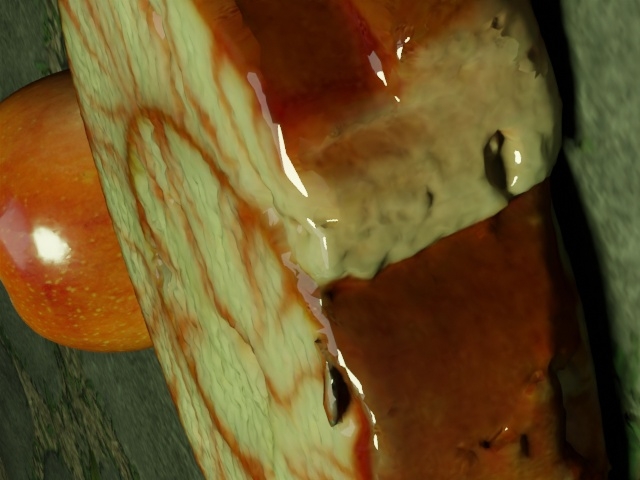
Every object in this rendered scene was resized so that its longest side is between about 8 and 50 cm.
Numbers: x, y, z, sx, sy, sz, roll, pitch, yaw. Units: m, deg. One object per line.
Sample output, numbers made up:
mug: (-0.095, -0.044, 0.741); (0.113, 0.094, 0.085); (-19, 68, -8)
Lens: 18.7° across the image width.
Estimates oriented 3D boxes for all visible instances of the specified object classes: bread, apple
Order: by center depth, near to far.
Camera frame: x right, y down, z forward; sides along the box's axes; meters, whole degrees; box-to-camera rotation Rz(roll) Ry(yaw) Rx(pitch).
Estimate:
bread: (-0.001, 0.002, 0.769); (0.295, 0.114, 0.327); (30, 137, 63)
apple: (-0.125, -0.015, 1.077); (0.163, 0.139, 0.163); (52, 152, 42)
